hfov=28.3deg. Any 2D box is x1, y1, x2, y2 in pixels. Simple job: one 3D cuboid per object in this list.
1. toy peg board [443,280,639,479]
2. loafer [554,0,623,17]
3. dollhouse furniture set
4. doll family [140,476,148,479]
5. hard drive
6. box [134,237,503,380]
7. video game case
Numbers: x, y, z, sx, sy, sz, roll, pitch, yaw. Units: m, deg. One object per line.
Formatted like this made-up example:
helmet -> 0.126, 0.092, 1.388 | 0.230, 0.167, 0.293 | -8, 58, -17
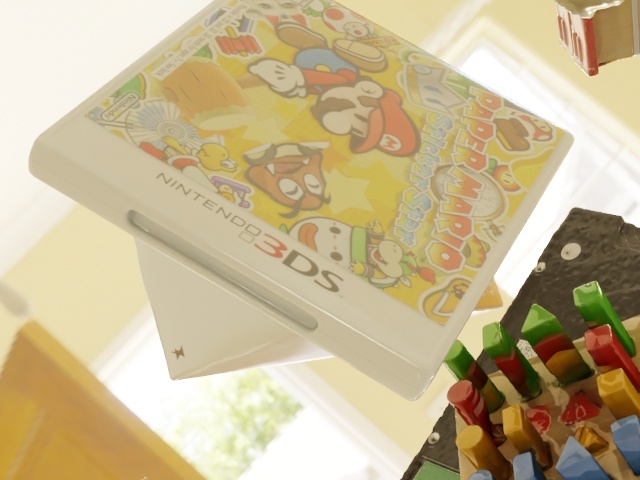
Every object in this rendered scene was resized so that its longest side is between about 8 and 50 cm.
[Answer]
toy peg board -> 0.155, 0.116, 0.871 | 0.161, 0.079, 0.160 | -25, 34, 21
loafer -> 0.117, -0.246, 0.975 | 0.102, 0.268, 0.092 | -22, -32, -53
dollhouse furniture set -> 0.432, -0.438, 1.777 | 0.201, 0.152, 0.374 | -14, -59, -2
doll family -> -0.251, 0.336, 1.515 | 0.111, 0.076, 0.193 | -32, -9, -25
hard drive -> 0.218, 0.138, 0.973 | 0.339, 0.237, 0.064 | -55, -48, -20
box -> 0.000, 0.000, 1.259 | 0.168, 0.215, 0.345 | -23, -12, 37
video game case -> 0.004, -0.045, 0.637 | 0.227, 0.206, 0.026 | -51, -12, -49
